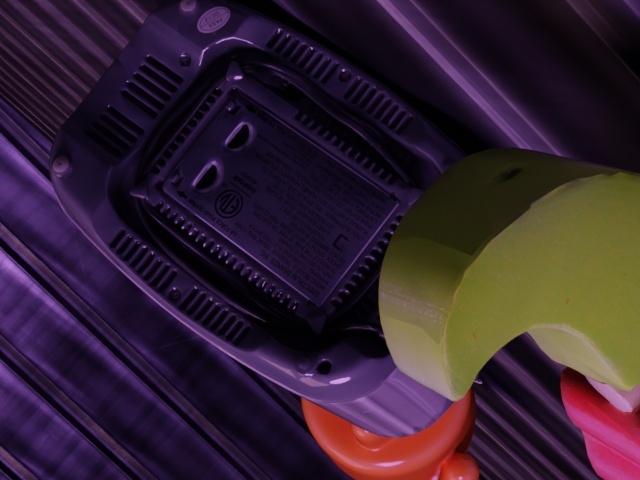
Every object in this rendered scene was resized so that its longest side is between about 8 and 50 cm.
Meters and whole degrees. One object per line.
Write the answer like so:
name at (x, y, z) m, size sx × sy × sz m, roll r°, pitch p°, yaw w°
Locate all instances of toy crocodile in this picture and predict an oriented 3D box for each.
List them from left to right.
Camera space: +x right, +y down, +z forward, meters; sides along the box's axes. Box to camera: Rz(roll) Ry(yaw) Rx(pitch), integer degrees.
toy crocodile at (0.149, 0.082, 0.466) m, size 0.340 × 0.105 × 0.115 m, roll 44°, pitch 172°, yaw -36°

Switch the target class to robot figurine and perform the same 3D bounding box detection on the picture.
robot figurine at (0.056, 0.127, 1.141) m, size 0.158 × 0.128 × 0.219 m, roll 16°, pitch 167°, yaw 12°

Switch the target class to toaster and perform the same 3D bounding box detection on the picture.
toaster at (0.000, 0.000, 0.664) m, size 0.227 × 0.129 × 0.146 m, roll 34°, pitch 175°, yaw 24°
